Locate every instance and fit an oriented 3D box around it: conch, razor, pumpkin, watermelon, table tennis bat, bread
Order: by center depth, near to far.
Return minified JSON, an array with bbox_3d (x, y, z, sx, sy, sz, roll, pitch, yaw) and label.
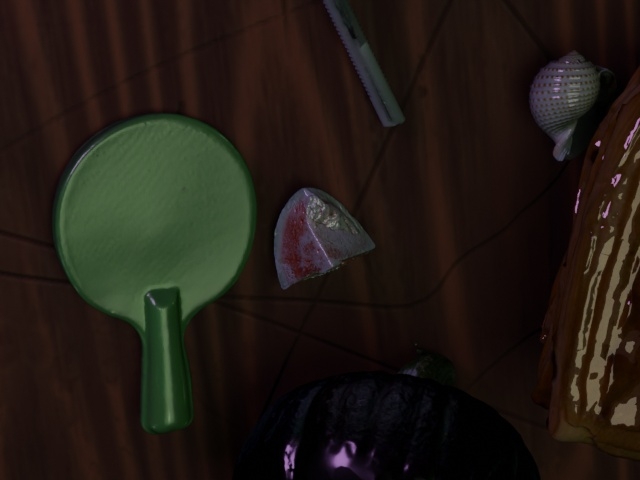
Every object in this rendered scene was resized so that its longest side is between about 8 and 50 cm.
[{"bbox_3d":[0.015,-0.174,1.412,0.084,0.036,0.211,-31,114,-4],"label":"razor"},{"bbox_3d":[-0.125,0.027,1.438,0.160,0.039,0.257,-6,105,-17],"label":"table tennis bat"},{"bbox_3d":[0.000,0.000,1.452,0.085,0.061,0.085,-10,120,-17],"label":"watermelon"},{"bbox_3d":[0.059,0.183,1.468,0.248,0.248,0.248,-6,110,-16],"label":"pumpkin"},{"bbox_3d":[0.198,-0.111,1.483,0.076,0.056,0.085,-11,133,-42],"label":"conch"},{"bbox_3d":[0.307,0.015,1.500,0.277,0.167,0.324,11,95,-20],"label":"bread"}]
